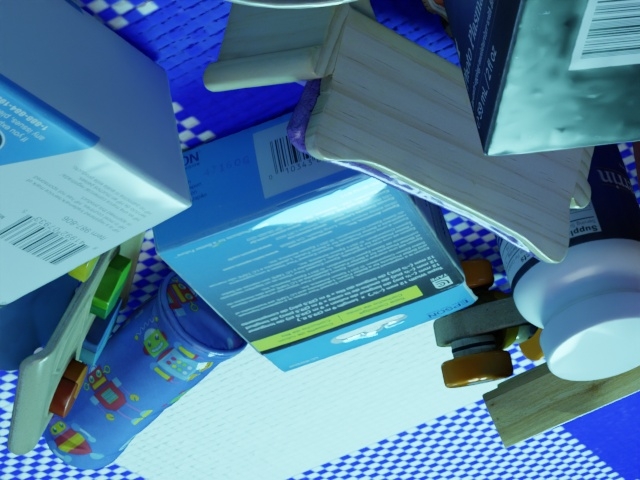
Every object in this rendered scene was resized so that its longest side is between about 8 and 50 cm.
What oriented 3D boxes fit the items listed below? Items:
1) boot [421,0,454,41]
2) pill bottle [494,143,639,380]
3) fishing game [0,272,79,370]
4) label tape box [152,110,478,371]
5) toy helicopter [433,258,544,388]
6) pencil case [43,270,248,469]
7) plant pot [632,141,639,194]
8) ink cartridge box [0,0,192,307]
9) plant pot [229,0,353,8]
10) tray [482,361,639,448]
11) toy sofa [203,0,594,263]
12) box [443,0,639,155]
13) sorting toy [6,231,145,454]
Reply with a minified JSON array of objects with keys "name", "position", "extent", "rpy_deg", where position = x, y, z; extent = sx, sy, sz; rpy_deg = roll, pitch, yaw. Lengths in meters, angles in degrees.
[{"name":"boot","position":[0.126,-0.237,1.473],"extent":[0.084,0.059,0.158],"rpy_deg":[-28,155,17]},{"name":"pill bottle","position":[0.259,0.000,1.698],"extent":[0.153,0.265,0.153],"rpy_deg":[-10,149,-6]},{"name":"fishing game","position":[-0.337,0.058,1.692],"extent":[0.189,0.041,0.264],"rpy_deg":[25,98,-46]},{"name":"label tape box","position":[0.000,0.000,1.753],"extent":[0.249,0.115,0.348],"rpy_deg":[-20,151,12]},{"name":"toy helicopter","position":[0.308,0.076,1.957],"extent":[0.355,0.140,0.235],"rpy_deg":[-15,169,21]},{"name":"pencil case","position":[-0.206,0.151,1.907],"extent":[0.306,0.119,0.133],"rpy_deg":[-42,172,38]},{"name":"plant pot","position":[0.417,-0.119,1.587],"extent":[0.274,0.243,0.275],"rpy_deg":[-10,148,-6]},{"name":"ink cartridge box","position":[-0.361,-0.062,1.459],"extent":[0.395,0.166,0.285],"rpy_deg":[-27,146,21]},{"name":"plant pot","position":[-0.018,-0.335,1.043],"extent":[0.256,0.274,0.256],"rpy_deg":[-10,150,-6]},{"name":"tray","position":[0.399,0.106,1.832],"extent":[0.411,0.076,0.203],"rpy_deg":[-30,170,30]},{"name":"toy sofa","position":[0.079,-0.108,1.479],"extent":[0.362,0.177,0.150],"rpy_deg":[21,167,-38]},{"name":"box","position":[0.187,-0.267,1.210],"extent":[0.182,0.294,0.296],"rpy_deg":[-6,148,-8]},{"name":"sorting toy","position":[-0.239,0.074,1.703],"extent":[0.041,0.229,0.307],"rpy_deg":[28,144,4]}]
